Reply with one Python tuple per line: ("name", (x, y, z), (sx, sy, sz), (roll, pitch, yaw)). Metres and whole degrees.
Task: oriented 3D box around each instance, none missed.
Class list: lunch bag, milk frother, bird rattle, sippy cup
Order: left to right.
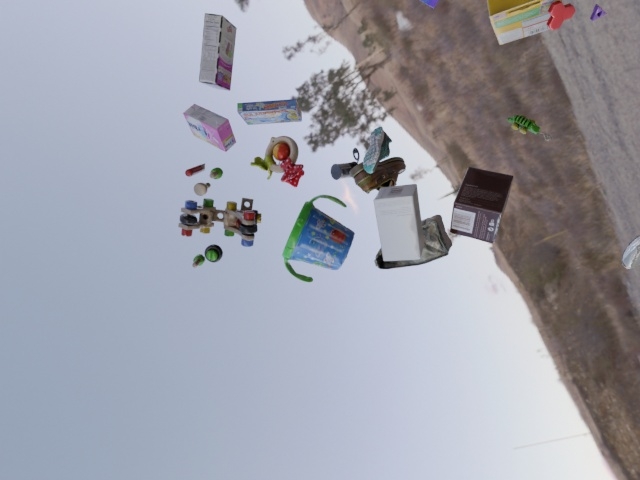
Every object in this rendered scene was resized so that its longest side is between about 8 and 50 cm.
("bird rattle", (-0.172, -0.351, 1.934), (0.143, 0.253, 0.207), (15, -91, -52))
("sippy cup", (0.000, 0.000, 1.705), (0.224, 0.305, 0.240), (25, -131, -1))
("milk frother", (0.135, -0.393, 2.305), (0.134, 0.129, 0.143), (-14, -89, -38))
("lunch bag", (0.361, 0.018, 1.797), (0.169, 0.287, 0.235), (68, -158, 0))

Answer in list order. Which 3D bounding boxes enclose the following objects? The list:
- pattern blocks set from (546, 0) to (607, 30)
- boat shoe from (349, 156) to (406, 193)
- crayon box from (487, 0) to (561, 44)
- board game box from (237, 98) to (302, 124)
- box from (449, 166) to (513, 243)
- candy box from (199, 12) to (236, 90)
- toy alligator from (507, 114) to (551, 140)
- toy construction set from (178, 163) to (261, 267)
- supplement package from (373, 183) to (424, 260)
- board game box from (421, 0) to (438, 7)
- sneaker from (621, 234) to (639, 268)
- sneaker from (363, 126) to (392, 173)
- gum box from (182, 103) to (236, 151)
("pattern blocks set", (0.780, -0.769, 1.240), (0.325, 0.285, 0.026), (73, -176, -46))
("boat shoe", (0.220, -0.224, 1.604), (0.307, 0.110, 0.104), (-19, -103, -46))
("crayon box", (0.663, -0.747, 1.452), (0.323, 0.203, 0.083), (-15, -84, -62))
("board game box", (-0.172, -0.444, 1.558), (0.136, 0.201, 0.035), (31, -123, -83))
("box", (0.590, -0.131, 1.653), (0.203, 0.167, 0.168), (-59, -27, -31))
("candy box", (-0.375, -0.683, 1.645), (0.159, 0.071, 0.234), (-52, -28, -78))
("toy alligator", (0.800, -0.442, 1.725), (0.189, 0.056, 0.051), (41, 180, 34))
("toy construction set", (-0.327, -0.111, 1.494), (0.237, 0.257, 0.309), (-72, -34, -71))
("supplement package", (0.214, -0.048, 1.208), (0.105, 0.105, 0.179), (-55, -43, -61))
("board game box", (0.331, -0.935, 1.419), (0.078, 0.233, 0.347), (9, -136, -34))
("sneaker", (1.040, 0.011, 1.338), (0.099, 0.262, 0.121), (20, -146, -42))
("sneaker", (0.188, -0.276, 1.413), (0.076, 0.065, 0.167), (31, -114, -30))
("gum box", (-0.403, -0.409, 1.624), (0.062, 0.188, 0.107), (-49, -27, -24))
